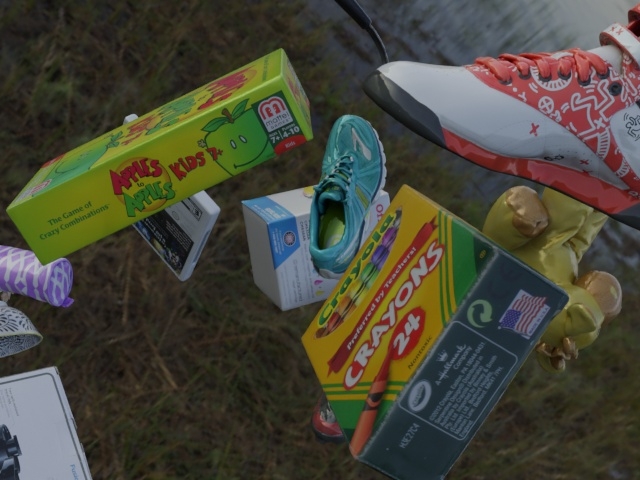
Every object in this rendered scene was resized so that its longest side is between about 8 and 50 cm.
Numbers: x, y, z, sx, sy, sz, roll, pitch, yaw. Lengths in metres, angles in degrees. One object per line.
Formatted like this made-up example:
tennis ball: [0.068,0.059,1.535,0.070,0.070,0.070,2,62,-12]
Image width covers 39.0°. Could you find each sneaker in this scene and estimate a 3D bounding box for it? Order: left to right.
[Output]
sneaker: [0.037,-0.076,1.415,0.110,0.107,0.275,52,44,-65]
sneaker: [0.079,0.217,1.494,0.098,0.135,0.276,31,53,25]
sneaker: [0.172,-0.111,0.629,0.270,0.145,0.090,19,20,-19]

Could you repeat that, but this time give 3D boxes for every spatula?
spatula: [0.075,-0.281,1.284,0.030,0.084,0.296,-40,99,-18]

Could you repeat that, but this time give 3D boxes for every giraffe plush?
giraffe plush: [0.257,0.045,0.994,0.170,0.210,0.181,62,11,29]

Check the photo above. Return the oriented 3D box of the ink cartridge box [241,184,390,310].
ink cartridge box: [0.000,0.000,1.648,0.168,0.233,0.171,-146,-136,-64]

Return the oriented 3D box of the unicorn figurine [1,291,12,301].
unicorn figurine: [-0.697,0.060,1.895,0.060,0.111,0.162,40,-3,34]

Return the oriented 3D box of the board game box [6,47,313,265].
board game box: [-0.096,-0.055,0.566,0.092,0.181,0.043,-95,159,-69]

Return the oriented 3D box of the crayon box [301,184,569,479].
crayon box: [0.081,0.068,0.847,0.081,0.202,0.318,31,6,-16]

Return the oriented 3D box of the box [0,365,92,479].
box: [-0.383,0.242,0.884,0.290,0.087,0.169,-10,66,-37]

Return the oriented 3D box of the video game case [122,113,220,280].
video game case: [-0.229,-0.058,1.282,0.190,0.173,0.022,47,50,13]

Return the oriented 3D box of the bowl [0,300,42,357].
bowl: [-0.583,0.155,1.589,0.170,0.170,0.080,2,68,-54]

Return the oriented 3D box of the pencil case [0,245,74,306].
pencil case: [-0.519,0.057,1.521,0.206,0.088,0.086,9,28,18]
